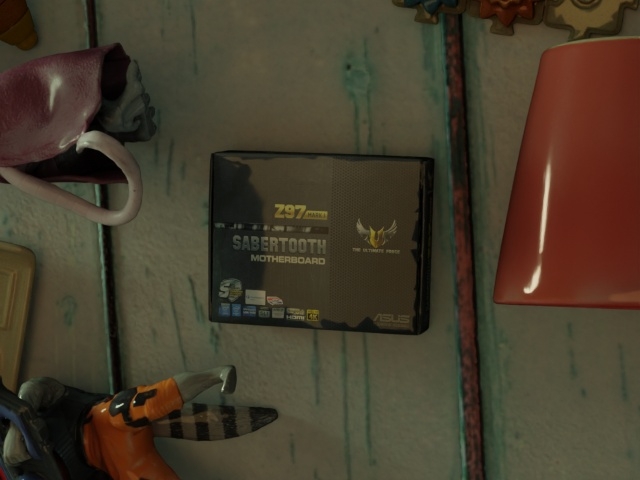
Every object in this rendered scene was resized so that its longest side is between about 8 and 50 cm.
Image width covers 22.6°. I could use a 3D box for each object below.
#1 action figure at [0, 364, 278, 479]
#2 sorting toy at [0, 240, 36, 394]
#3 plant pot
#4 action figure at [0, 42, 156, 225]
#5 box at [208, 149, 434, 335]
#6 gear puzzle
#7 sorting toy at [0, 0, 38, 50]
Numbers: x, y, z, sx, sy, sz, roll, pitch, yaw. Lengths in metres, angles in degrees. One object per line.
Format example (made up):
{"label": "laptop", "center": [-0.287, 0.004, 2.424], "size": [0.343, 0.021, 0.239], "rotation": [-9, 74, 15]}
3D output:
{"label": "action figure", "center": [-0.220, 0.253, 1.737], "size": [0.330, 0.178, 0.341], "rotation": [2, 123, 21]}
{"label": "sorting toy", "center": [-0.418, 0.085, 1.806], "size": [0.193, 0.038, 0.208], "rotation": [13, 104, 13]}
{"label": "plant pot", "center": [0.301, -0.056, 1.495], "size": [0.275, 0.275, 0.243], "rotation": [1, 86, 15]}
{"label": "action figure", "center": [-0.355, -0.095, 1.631], "size": [0.370, 0.275, 0.248], "rotation": [-5, 138, -2]}
{"label": "box", "center": [0.000, 0.000, 1.670], "size": [0.233, 0.059, 0.183], "rotation": [4, 96, 14]}
{"label": "gear puzzle", "center": [0.236, -0.285, 1.583], "size": [0.339, 0.044, 0.175], "rotation": [10, 99, 14]}
{"label": "sorting toy", "center": [-0.451, -0.194, 1.764], "size": [0.366, 0.127, 0.126], "rotation": [-32, 117, 18]}
